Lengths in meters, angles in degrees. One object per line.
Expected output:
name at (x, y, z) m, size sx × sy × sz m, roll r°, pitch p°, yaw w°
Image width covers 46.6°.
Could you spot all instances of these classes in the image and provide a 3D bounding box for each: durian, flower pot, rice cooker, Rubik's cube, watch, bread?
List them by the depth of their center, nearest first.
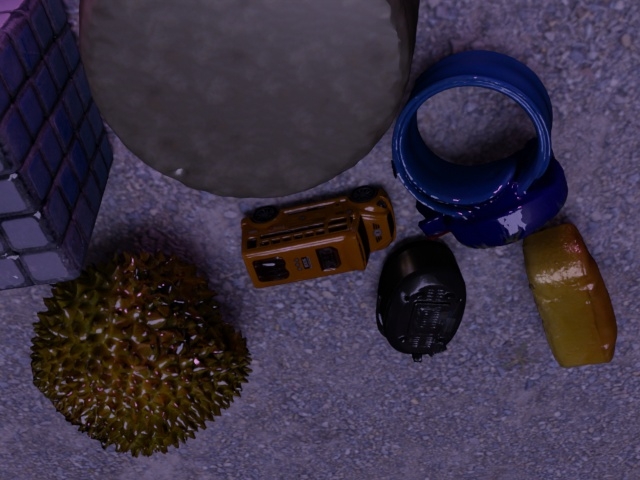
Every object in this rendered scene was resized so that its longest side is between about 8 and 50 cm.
flower pot at (-0.047, -0.212, 0.605) m, size 0.293 × 0.330 × 0.294 m, roll -2°, pitch 132°, yaw -2°
Rubik's cube at (-0.368, -0.098, 0.748) m, size 0.238 × 0.237 × 0.237 m, roll -7°, pitch 132°, yaw 5°
watch at (0.168, -0.102, 0.831) m, size 0.196 × 0.171 × 0.200 m, roll -23°, pitch 113°, yaw 18°
durian at (-0.219, 0.143, 0.966) m, size 0.258 × 0.258 × 0.293 m, roll -28°, pitch 131°, yaw 20°
rice cooker at (0.136, 0.081, 1.010) m, size 0.112 × 0.106 × 0.165 m, roll 2°, pitch 120°, yaw -9°
bread at (0.346, 0.079, 1.021) m, size 0.094 × 0.102 × 0.245 m, roll -15°, pitch 128°, yaw 20°

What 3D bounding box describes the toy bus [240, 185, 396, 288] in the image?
toy bus at (0.000, 0.000, 0.943) m, size 0.194 × 0.088 × 0.083 m, roll -11°, pitch 129°, yaw 8°
